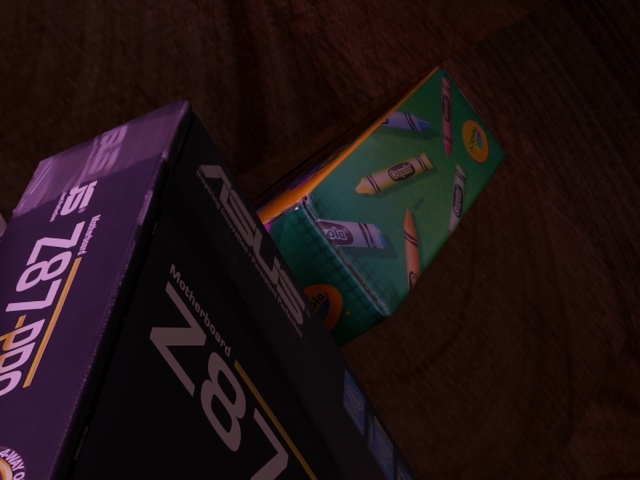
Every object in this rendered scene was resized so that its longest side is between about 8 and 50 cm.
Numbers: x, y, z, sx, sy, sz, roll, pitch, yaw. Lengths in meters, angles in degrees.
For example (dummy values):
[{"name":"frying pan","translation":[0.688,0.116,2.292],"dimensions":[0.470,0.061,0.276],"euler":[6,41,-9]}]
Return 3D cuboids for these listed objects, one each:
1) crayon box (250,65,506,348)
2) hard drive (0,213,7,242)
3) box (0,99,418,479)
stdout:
[{"name":"crayon box","translation":[0.000,0.000,0.868],"dimensions":[0.081,0.165,0.278],"euler":[53,29,-6]},{"name":"hard drive","translation":[-0.222,0.032,0.609],"dimensions":[0.339,0.064,0.237],"euler":[58,29,2]},{"name":"box","translation":[-0.024,0.181,0.611],"dimensions":[0.395,0.097,0.318],"euler":[60,18,-26]}]
